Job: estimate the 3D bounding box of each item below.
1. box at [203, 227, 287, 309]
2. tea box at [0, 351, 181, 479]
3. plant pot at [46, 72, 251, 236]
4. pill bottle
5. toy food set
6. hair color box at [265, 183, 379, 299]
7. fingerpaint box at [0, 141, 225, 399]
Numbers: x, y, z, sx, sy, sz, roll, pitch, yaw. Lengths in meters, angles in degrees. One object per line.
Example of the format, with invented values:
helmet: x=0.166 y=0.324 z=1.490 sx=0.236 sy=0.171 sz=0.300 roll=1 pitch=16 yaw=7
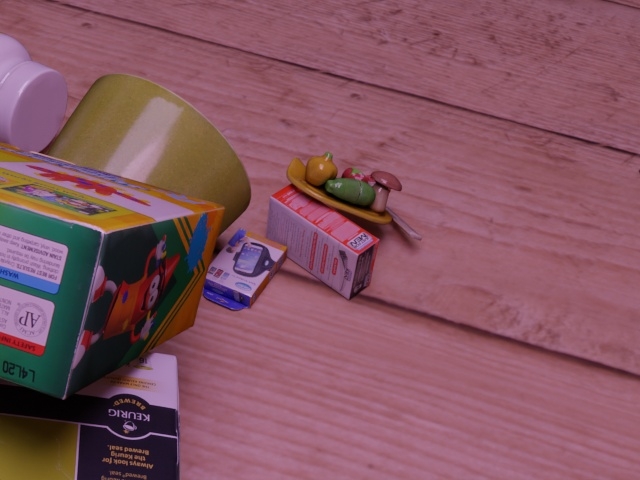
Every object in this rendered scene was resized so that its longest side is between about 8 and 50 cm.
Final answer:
box: x=-0.112 y=0.042 z=1.471 sx=0.081 sy=0.028 sz=0.136 roll=21 pitch=42 yaw=13
tea box: x=-0.318 y=0.273 z=0.990 sx=0.329 sy=0.220 sz=0.323 roll=11 pitch=39 yaw=-18
plant pot: x=-0.286 y=-0.023 z=1.371 sx=0.275 sy=0.274 sz=0.293 roll=26 pitch=61 yaw=18
pill bottle: x=-0.571 y=-0.255 z=1.595 sx=0.334 sy=0.188 sz=0.188 roll=23 pitch=44 yaw=15
toy food set: x=0.057 y=-0.085 z=1.533 sx=0.218 sy=0.071 sz=0.128 roll=20 pitch=16 yaw=-27
hair color box: x=0.000 y=0.000 z=1.488 sx=0.167 sy=0.093 sz=0.053 roll=35 pitch=48 yaw=25
fingerpaint box: x=-0.369 y=-0.011 z=1.055 sx=0.445 sy=0.163 sz=0.371 roll=16 pitch=8 yaw=8
